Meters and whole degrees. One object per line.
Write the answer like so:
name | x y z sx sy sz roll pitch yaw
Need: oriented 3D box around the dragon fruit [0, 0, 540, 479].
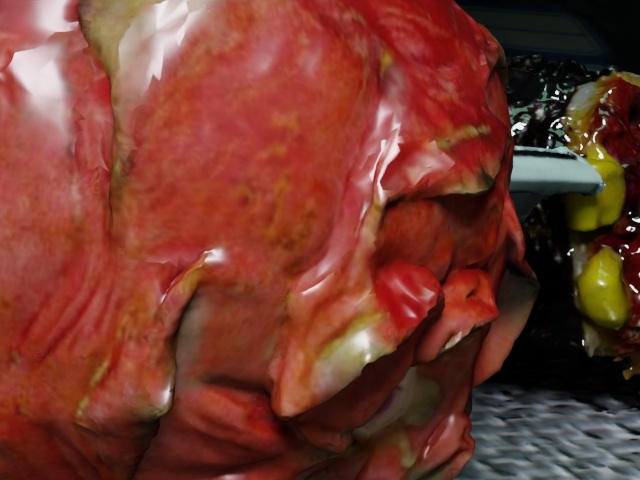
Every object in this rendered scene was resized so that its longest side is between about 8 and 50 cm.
dragon fruit | -0.056 -0.011 0.538 0.241 0.241 0.252 -4 10 -37

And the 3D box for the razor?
razor | 0.001 0.007 0.672 0.211 0.036 0.084 -21 -11 31

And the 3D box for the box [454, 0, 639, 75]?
box | 0.147 -0.130 0.956 0.359 0.091 0.350 11 -15 39

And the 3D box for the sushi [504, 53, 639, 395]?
sushi | 0.128 -0.009 0.743 0.150 0.153 0.172 -3 -12 33
